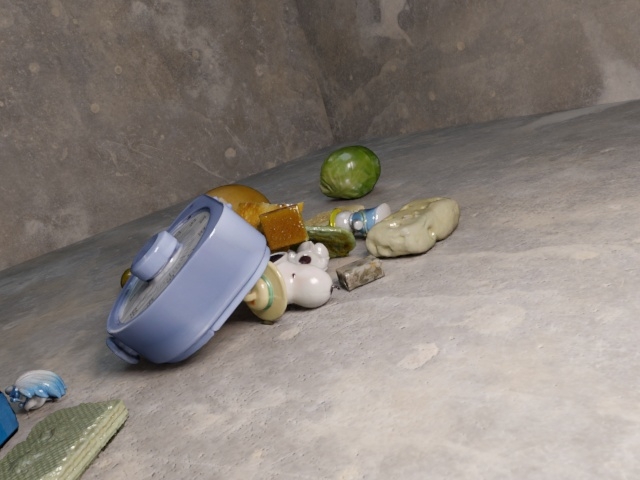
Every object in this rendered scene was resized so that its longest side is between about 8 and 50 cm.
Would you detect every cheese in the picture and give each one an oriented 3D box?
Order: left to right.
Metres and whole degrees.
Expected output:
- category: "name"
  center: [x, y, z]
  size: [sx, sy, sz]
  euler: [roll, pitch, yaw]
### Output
- category: "cheese"
  center: [0.237, -0.039, 1.358]
  size: [0.159, 0.093, 0.262]
  euler: [0, 22, 44]

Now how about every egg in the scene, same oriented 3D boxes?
- category: "egg"
  center: [-0.265, -0.019, 1.521]
  size: [0.250, 0.250, 0.322]
  euler: [0, 27, 47]

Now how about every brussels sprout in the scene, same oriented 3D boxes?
- category: "brussels sprout"
  center: [0.109, -0.258, 2.075]
  size: [0.243, 0.244, 0.244]
  euler: [-16, 15, 4]

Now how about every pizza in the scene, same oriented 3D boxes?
- category: "pizza"
  center: [-0.184, 0.020, 1.339]
  size: [0.365, 0.182, 0.073]
  euler: [-50, -24, 11]

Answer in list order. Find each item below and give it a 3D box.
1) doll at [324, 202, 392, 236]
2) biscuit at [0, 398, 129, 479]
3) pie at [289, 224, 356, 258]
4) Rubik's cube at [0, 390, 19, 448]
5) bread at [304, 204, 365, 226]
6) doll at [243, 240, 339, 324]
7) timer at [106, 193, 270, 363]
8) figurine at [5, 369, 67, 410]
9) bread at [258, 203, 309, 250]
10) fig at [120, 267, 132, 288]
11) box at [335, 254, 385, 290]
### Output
- category: "doll"
  center: [0.113, -0.050, 1.524]
  size: [0.240, 0.099, 0.135]
  euler: [-7, 41, 36]
- category: "biscuit"
  center: [-0.417, 0.331, 0.822]
  size: [0.150, 0.052, 0.252]
  euler: [-12, 16, 15]
- category: "pie"
  center: [0.000, 0.000, 1.380]
  size: [0.186, 0.041, 0.187]
  euler: [4, -22, 2]
- category: "Rubik's cube"
  center: [-0.656, 0.310, 0.913]
  size: [0.180, 0.184, 0.167]
  euler: [-13, 15, 7]
- category: "bread"
  center: [0.020, -0.064, 1.777]
  size: [0.250, 0.039, 0.181]
  euler: [-30, 20, -38]
- category: "doll"
  center: [-0.072, 0.082, 1.220]
  size: [0.207, 0.144, 0.271]
  euler: [3, 17, -6]
- category: "timer"
  center: [-0.300, 0.080, 1.125]
  size: [0.395, 0.173, 0.395]
  euler: [-38, 26, 22]
- category: "figurine"
  center: [-0.554, 0.296, 1.081]
  size: [0.114, 0.079, 0.114]
  euler: [-3, -19, -1]
- category: "bread"
  center: [-0.084, -0.030, 1.253]
  size: [0.094, 0.090, 0.035]
  euler: [-16, 6, 4]
- category: "fig"
  center: [-0.566, 0.125, 1.686]
  size: [0.098, 0.082, 0.084]
  euler: [3, -16, 14]
- category: "box"
  center: [0.088, 0.071, 1.214]
  size: [0.098, 0.045, 0.062]
  euler: [-21, 17, -18]
